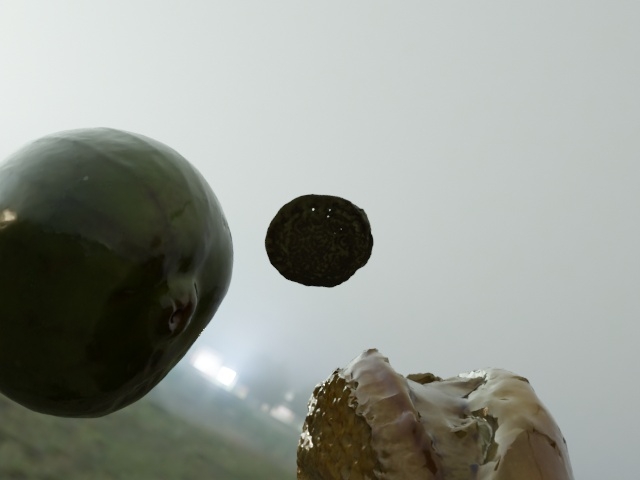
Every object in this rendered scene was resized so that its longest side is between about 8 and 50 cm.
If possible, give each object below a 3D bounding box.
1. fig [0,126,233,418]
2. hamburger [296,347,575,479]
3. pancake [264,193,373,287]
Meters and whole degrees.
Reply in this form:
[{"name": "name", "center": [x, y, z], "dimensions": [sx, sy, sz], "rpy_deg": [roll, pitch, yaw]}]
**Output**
[{"name": "fig", "center": [-0.176, 0.009, 1.169], "dimensions": [0.225, 0.203, 0.203], "rpy_deg": [32, -4, 34]}, {"name": "hamburger", "center": [0.066, 0.230, 1.076], "dimensions": [0.170, 0.314, 0.290], "rpy_deg": [5, -7, -6]}, {"name": "pancake", "center": [0.000, 0.001, 1.674], "dimensions": [0.115, 0.115, 0.011], "rpy_deg": [32, 28, -26]}]
